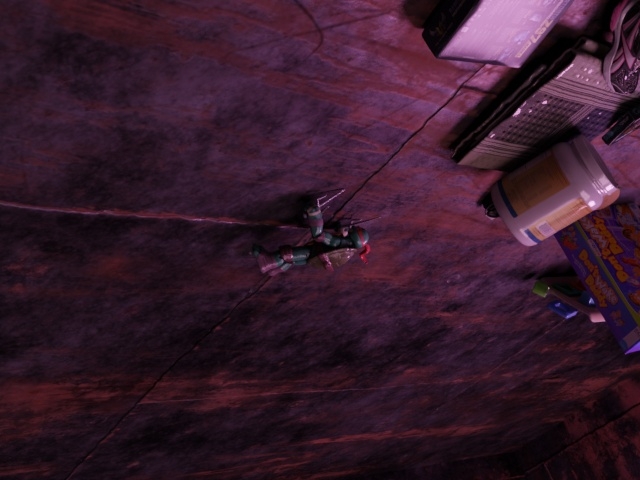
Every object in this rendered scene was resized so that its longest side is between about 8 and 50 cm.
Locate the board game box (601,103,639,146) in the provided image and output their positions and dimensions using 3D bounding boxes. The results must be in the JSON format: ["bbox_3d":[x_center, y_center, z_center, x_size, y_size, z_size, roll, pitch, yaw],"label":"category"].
[{"bbox_3d":[0.636,-0.255,1.689,0.186,0.026,0.126,-30,168,-13],"label":"board game box"}]

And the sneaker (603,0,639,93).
[{"bbox_3d":[0.515,-0.308,1.447,0.072,0.077,0.178,-38,139,-18],"label":"sneaker"}]

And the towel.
[{"bbox_3d":[0.432,-0.234,1.623,0.324,0.056,0.312,2,146,-44],"label":"towel"}]

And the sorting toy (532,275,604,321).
[{"bbox_3d":[0.710,0.143,2.360,0.348,0.196,0.047,0,118,-39],"label":"sorting toy"}]

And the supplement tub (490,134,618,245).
[{"bbox_3d":[0.439,-0.095,1.669,0.200,0.144,0.144,-33,151,23],"label":"supplement tub"}]

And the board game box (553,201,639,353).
[{"bbox_3d":[0.723,0.079,2.067,0.233,0.347,0.078,-8,148,-29],"label":"board game box"}]

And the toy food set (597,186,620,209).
[{"bbox_3d":[0.657,-0.100,2.053,0.083,0.020,0.082,-21,152,-4],"label":"toy food set"}]

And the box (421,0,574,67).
[{"bbox_3d":[0.280,-0.354,1.264,0.183,0.059,0.232,-3,145,-35],"label":"box"}]

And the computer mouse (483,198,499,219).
[{"bbox_3d":[0.493,-0.080,1.873,0.272,0.072,0.188,-1,159,-41],"label":"computer mouse"}]

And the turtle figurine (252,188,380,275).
[{"bbox_3d":[0.000,0.000,1.623,0.234,0.118,0.175,-20,153,5],"label":"turtle figurine"}]
